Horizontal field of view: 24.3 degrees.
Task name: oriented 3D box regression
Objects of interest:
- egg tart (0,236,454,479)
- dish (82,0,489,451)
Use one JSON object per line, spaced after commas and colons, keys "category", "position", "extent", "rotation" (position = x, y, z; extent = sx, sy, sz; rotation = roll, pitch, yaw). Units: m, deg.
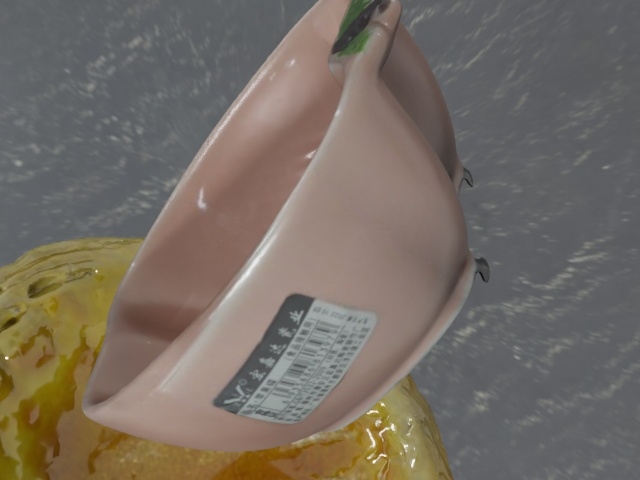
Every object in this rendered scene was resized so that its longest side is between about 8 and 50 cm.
{"category": "egg tart", "position": [-0.101, 0.177, 0.963], "extent": [0.388, 0.169, 0.388], "rotation": [5, 67, -11]}
{"category": "dish", "position": [0.000, 0.000, 0.586], "extent": [0.090, 0.213, 0.213], "rotation": [34, 89, -14]}
